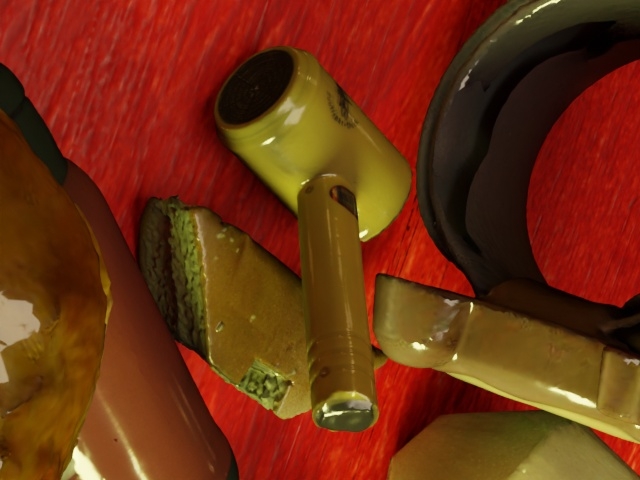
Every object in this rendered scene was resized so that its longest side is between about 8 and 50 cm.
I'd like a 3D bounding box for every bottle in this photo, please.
[{"bbox_3d":[-0.168,0.050,0.843,0.144,0.144,0.336,-36,123,-25],"label":"bottle"}]

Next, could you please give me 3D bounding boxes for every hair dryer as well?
[{"bbox_3d":[0.000,0.000,0.904,0.090,0.279,0.135,-27,132,20],"label":"hair dryer"}]

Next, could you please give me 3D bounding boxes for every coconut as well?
[{"bbox_3d":[0.154,0.249,1.111,0.259,0.259,0.259,-13,112,-35],"label":"coconut"}]

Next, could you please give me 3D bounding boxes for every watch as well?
[{"bbox_3d":[0.244,-0.022,1.010,0.314,0.335,0.327,18,91,-52],"label":"watch"}]

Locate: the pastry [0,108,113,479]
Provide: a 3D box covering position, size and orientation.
[{"bbox_3d":[-0.270,0.061,0.679,0.356,0.164,0.356,2,104,7],"label":"pastry"}]

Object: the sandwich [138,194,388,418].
[{"bbox_3d":[-0.052,0.061,0.977,0.244,0.090,0.088,41,74,-42],"label":"sandwich"}]
